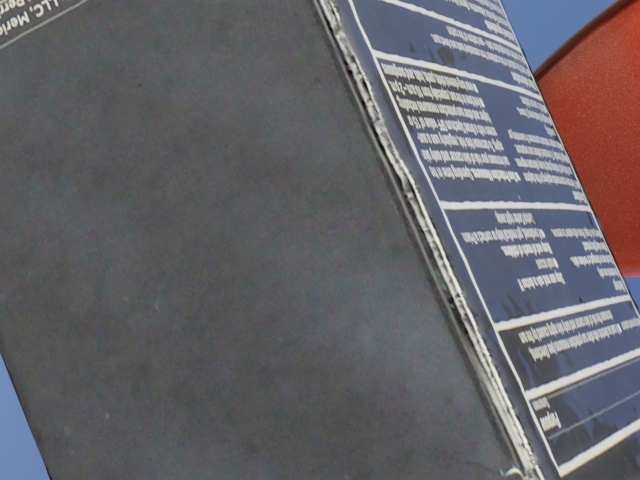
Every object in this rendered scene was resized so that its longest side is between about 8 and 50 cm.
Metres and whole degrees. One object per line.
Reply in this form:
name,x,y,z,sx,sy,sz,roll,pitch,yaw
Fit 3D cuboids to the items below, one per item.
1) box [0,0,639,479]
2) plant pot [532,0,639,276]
box,0.000,0.000,0.756,0.183,0.296,0.294,-27,-99,18
plant pot,0.333,-0.099,1.768,0.236,0.267,0.267,-23,-93,39
